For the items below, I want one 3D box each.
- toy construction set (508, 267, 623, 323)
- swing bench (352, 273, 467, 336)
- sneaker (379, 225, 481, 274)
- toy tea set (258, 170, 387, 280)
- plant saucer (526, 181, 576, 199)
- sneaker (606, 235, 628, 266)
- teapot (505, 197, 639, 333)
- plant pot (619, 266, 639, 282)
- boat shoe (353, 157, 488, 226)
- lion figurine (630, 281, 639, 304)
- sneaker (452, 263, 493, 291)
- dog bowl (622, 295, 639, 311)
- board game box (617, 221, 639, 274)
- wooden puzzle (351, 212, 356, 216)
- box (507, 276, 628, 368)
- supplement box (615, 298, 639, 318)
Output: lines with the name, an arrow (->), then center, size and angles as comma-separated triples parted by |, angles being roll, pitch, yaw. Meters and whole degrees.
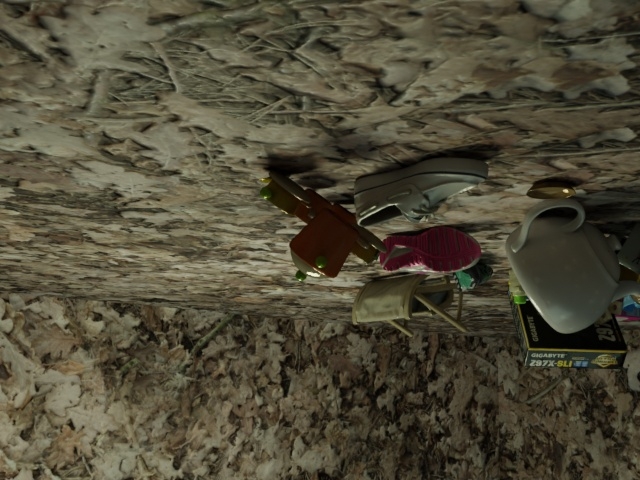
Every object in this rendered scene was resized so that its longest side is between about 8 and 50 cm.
toy construction set -> 0.624, 0.115, 2.081 | 0.328, 0.151, 0.215 | 20, 161, -27
swing bench -> 0.272, 0.186, 2.418 | 0.255, 0.165, 0.253 | 16, 163, -35
sneaker -> 0.258, 0.025, 1.790 | 0.252, 0.102, 0.111 | -1, 174, 44
toy tea set -> 0.000, 0.000, 1.419 | 0.200, 0.124, 0.336 | 39, -173, 24
plant saucer -> 0.399, -0.088, 1.384 | 0.084, 0.015, 0.083 | 2, 169, 0
sneaker -> 0.624, 0.047, 1.726 | 0.217, 0.079, 0.121 | 7, -150, -19
teapot -> 0.493, 0.043, 1.557 | 0.187, 0.252, 0.256 | -34, 170, 22
plant pot -> 0.667, 0.064, 1.873 | 0.134, 0.134, 0.095 | 2, -166, -1
boat shoe -> 0.157, -0.073, 1.307 | 0.268, 0.088, 0.096 | -8, 165, 41
lion figurine -> 0.976, 0.138, 2.137 | 0.240, 0.142, 0.392 | 3, 175, 32
sneaker -> 0.416, 0.080, 2.129 | 0.098, 0.083, 0.223 | -19, 173, -2
dog bowl -> 1.022, 0.164, 2.367 | 0.297, 0.074, 0.166 | 9, 158, -29
board game box -> 0.786, 0.085, 1.681 | 0.303, 0.097, 0.224 | 23, -170, -47
wooden puzzle -> 0.078, -0.047, 1.651 | 0.050, 0.006, 0.083 | 1, 169, 4
box -> 0.667, 0.215, 2.191 | 0.257, 0.322, 0.079 | 3, 125, 2
supplement box -> 0.857, 0.183, 2.428 | 0.220, 0.113, 0.111 | 9, 166, -27
